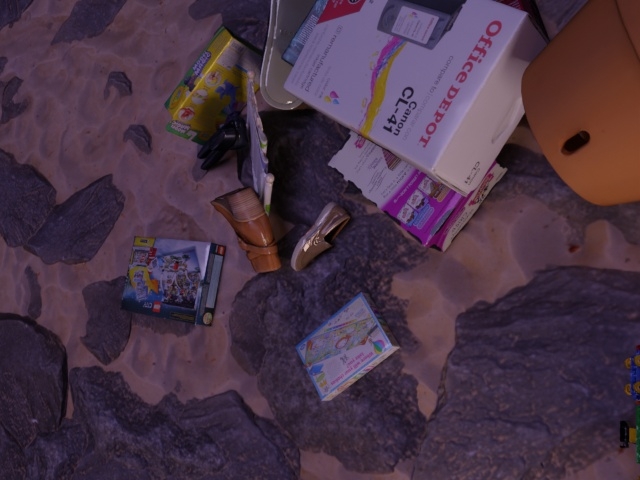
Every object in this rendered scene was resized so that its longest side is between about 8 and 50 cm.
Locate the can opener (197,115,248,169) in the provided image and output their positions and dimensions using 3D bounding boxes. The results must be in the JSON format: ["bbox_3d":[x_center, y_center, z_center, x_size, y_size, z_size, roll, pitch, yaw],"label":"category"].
[{"bbox_3d":[-0.196,-0.188,1.203,0.186,0.073,0.059,-21,73,57],"label":"can opener"}]

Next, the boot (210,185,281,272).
[{"bbox_3d":[-0.134,-0.016,1.130,0.152,0.073,0.197,68,167,-10],"label":"boot"}]

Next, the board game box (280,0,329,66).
[{"bbox_3d":[0.044,-0.308,1.043,0.186,0.026,0.126,35,100,6],"label":"board game box"}]

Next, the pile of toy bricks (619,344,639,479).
[{"bbox_3d":[0.403,0.220,0.683,0.105,0.118,0.212,8,73,5],"label":"pile of toy bricks"}]

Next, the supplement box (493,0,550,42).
[{"bbox_3d":[0.257,-0.297,0.911,0.130,0.073,0.239,-23,67,31],"label":"supplement box"}]

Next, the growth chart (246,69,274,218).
[{"bbox_3d":[-0.113,-0.170,1.119,0.172,0.021,0.237,111,150,-64],"label":"growth chart"}]

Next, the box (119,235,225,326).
[{"bbox_3d":[-0.300,0.077,1.248,0.233,0.044,0.159,4,82,37],"label":"box"}]

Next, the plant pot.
[{"bbox_3d":[0.369,-0.166,0.693,0.204,0.291,0.290,-32,61,45],"label":"plant pot"}]

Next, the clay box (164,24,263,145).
[{"bbox_3d":[-0.203,-0.291,1.210,0.222,0.127,0.053,-47,56,18],"label":"clay box"}]

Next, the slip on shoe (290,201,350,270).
[{"bbox_3d":[0.000,0.000,1.050,0.041,0.051,0.135,38,97,23],"label":"slip on shoe"}]

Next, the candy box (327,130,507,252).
[{"bbox_3d":[0.141,-0.113,0.955,0.233,0.071,0.159,45,106,34],"label":"candy box"}]

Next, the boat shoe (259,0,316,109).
[{"bbox_3d":[-0.032,-0.400,1.126,0.113,0.127,0.339,-133,54,-80],"label":"boat shoe"}]

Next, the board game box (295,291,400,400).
[{"bbox_3d":[0.040,0.170,0.992,0.154,0.026,0.103,-42,59,21],"label":"board game box"}]

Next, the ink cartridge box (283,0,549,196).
[{"bbox_3d":[0.126,-0.236,0.868,0.306,0.131,0.226,37,102,37],"label":"ink cartridge box"}]
